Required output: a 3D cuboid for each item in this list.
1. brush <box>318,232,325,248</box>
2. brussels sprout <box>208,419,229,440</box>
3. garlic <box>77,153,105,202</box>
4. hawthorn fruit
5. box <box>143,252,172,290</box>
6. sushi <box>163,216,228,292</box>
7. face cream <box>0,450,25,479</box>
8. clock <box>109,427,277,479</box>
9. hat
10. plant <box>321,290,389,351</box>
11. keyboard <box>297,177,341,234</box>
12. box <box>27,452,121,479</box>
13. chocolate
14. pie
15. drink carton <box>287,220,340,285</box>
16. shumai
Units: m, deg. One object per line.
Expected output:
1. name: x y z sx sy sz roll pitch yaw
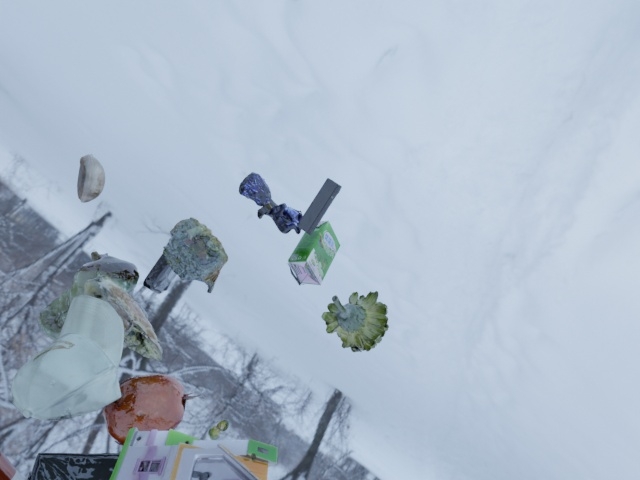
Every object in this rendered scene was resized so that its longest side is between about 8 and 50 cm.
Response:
1. brush: 0.000 0.000 1.761 0.021 0.018 0.083 -4 136 13
2. brussels sprout: -0.384 0.716 1.678 0.046 0.083 0.051 62 156 -8
3. garlic: -0.894 -0.248 1.723 0.102 0.195 0.087 -3 176 30
4. hawthorn fruit: -0.506 0.512 1.372 0.211 0.299 0.211 173 90 -66
5. box: -0.640 0.091 1.902 0.073 0.289 0.289 32 163 -4
6. sushi: -0.457 0.054 1.652 0.274 0.184 0.139 48 135 -3
7. face cream: -1.015 0.787 1.424 0.096 0.096 0.214 8 124 54
8. clock: -0.228 0.493 0.831 0.310 0.235 0.166 -1 120 -1
9. hat: -0.643 0.287 1.129 0.258 0.301 0.168 5 167 14
10. plant: 0.141 0.351 1.888 0.297 0.306 0.261 11 -118 -71
11. keyboard: -0.004 -0.135 1.759 0.072 0.231 0.023 33 -175 8
12. box: -0.719 0.804 1.257 0.251 0.345 0.204 17 127 -28
13. chocolate: -0.202 -0.138 1.887 0.343 0.148 0.126 44 -179 16
14. pie: -0.614 0.245 1.386 0.337 0.075 0.337 49 169 13
15. drink carton: -0.027 0.053 1.934 0.108 0.271 0.161 -2 131 31
16. shumai: -0.881 0.218 1.758 0.398 0.323 0.324 3 -161 -35
